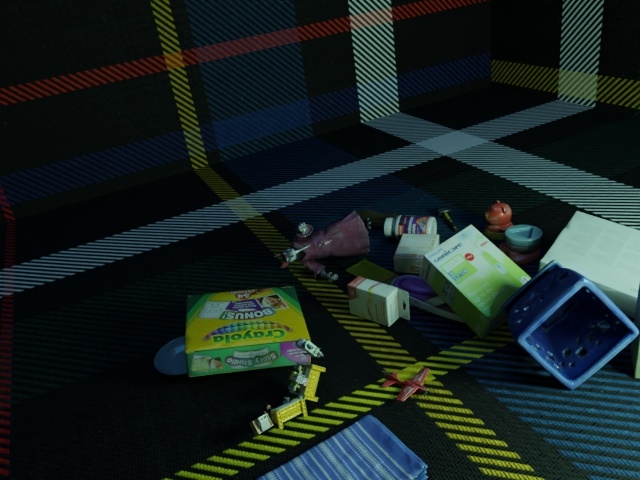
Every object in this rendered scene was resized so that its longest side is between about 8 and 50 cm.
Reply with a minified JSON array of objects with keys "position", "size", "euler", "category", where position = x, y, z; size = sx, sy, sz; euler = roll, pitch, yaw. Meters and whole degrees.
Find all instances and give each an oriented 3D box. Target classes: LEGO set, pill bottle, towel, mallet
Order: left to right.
[{"position":[-0.092,0.409,1.545],"size":[0.107,0.132,0.287],"euler":[-2,47,51],"category":"LEGO set"},{"position":[0.049,0.541,1.314],"size":[0.335,0.040,0.243],"euler":[-22,29,-24],"category":"towel"},{"position":[0.202,0.126,2.087],"size":[0.102,0.021,0.237],"euler":[-25,31,-29],"category":"towel"},{"position":[0.357,-0.047,2.278],"size":[0.193,0.108,0.108],"euler":[5,30,25],"category":"pill bottle"},{"position":[0.528,-0.087,2.389],"size":[0.062,0.039,0.190],"euler":[-5,31,4],"category":"mallet"}]

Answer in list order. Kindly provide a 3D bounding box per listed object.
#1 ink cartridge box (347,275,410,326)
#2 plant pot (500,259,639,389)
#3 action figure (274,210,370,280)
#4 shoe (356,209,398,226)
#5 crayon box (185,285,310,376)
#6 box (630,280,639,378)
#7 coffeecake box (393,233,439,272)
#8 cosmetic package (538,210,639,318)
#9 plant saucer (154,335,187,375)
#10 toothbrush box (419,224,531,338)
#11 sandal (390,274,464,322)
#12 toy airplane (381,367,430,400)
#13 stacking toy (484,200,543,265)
[{"position":[0.187,0.200,1.844],"size":[0.198,0.115,0.067],"euler":[14,34,38],"category":"ink cartridge box"},{"position":[0.634,0.203,1.506],"size":[0.236,0.236,0.212],"euler":[-47,15,14],"category":"plant pot"},{"position":[0.000,0.000,2.148],"size":[0.369,0.248,0.276],"euler":[-17,20,-9],"category":"action figure"},{"position":[0.238,-0.083,2.452],"size":[0.219,0.058,0.077],"euler":[8,52,37],"category":"shoe"},{"position":[-0.235,0.274,1.792],"size":[0.362,0.106,0.313],"euler":[-5,25,-11],"category":"crayon box"},{"position":[0.911,0.229,1.432],"size":[0.213,0.243,0.117],"euler":[2,29,22],"category":"box"},{"position":[0.362,0.047,2.138],"size":[0.142,0.068,0.185],"euler":[2,29,20],"category":"coffeecake box"},{"position":[0.917,0.078,1.772],"size":[0.377,0.098,0.284],"euler":[25,51,34],"category":"cosmetic package"},{"position":[-0.420,0.368,1.791],"size":[0.194,0.038,0.195],"euler":[-7,27,3],"category":"plant saucer"},{"position":[0.475,0.121,1.745],"size":[0.206,0.122,0.283],"euler":[-30,58,-20],"category":"toothbrush box"},{"position":[0.417,0.170,1.845],"size":[0.416,0.102,0.169],"euler":[8,34,26],"category":"sandal"},{"position":[0.231,0.391,1.559],"size":[0.151,0.028,0.151],"euler":[-7,26,3],"category":"toy airplane"},{"position":[0.650,-0.026,2.126],"size":[0.279,0.131,0.309],"euler":[-14,27,-11],"category":"stacking toy"}]
